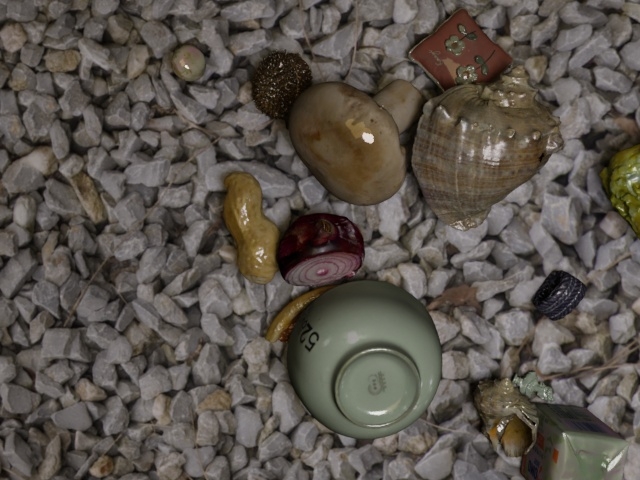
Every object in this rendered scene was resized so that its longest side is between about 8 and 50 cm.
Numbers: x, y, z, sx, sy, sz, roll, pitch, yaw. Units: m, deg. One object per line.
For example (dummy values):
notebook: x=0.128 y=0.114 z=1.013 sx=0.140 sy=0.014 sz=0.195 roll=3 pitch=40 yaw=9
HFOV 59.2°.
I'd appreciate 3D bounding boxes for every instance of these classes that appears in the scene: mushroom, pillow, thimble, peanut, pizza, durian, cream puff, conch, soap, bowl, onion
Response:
mushroom: x=-0.305 y=-0.408 z=1.300 sx=0.083 sy=0.067 sz=0.084 roll=3 pitch=85 yaw=-31
pillow: x=0.312 y=-0.406 z=1.251 sx=0.171 sy=0.075 sz=0.179 roll=-41 pitch=87 yaw=5
mushroom: x=0.094 y=-0.237 z=1.189 sx=0.290 sy=0.292 sz=0.292 roll=-44 pitch=88 yaw=-13
thimble: x=0.527 y=0.121 z=1.240 sx=0.066 sy=0.095 sz=0.104 roll=36 pitch=79 yaw=0
peanut: x=-0.158 y=-0.029 z=1.284 sx=0.117 sy=0.101 sz=0.263 roll=-20 pitch=87 yaw=-21
pizza: x=-0.002 y=0.178 z=1.298 sx=0.270 sy=0.056 sz=0.135 roll=-15 pitch=90 yaw=4
durian: x=-0.090 y=-0.345 z=1.273 sx=0.148 sy=0.091 sz=0.189 roll=-9 pitch=93 yaw=4
cream puff: x=0.711 y=-0.075 z=1.178 sx=0.281 sy=0.185 sz=0.282 roll=5 pitch=65 yaw=-12
conch: x=0.405 y=0.393 z=1.235 sx=0.129 sy=0.155 sz=0.207 roll=-3 pitch=110 yaw=-15
soap: x=0.531 y=0.466 z=1.198 sx=0.138 sy=0.199 sz=0.182 roll=7 pitch=93 yaw=1
conch: x=0.348 y=-0.188 z=1.167 sx=0.296 sy=0.210 sz=0.353 roll=6 pitch=94 yaw=-18
bowl: x=0.105 y=0.275 z=1.195 sx=0.353 sy=0.185 sz=0.354 roll=-1 pitch=100 yaw=-5
onion: x=0.000 y=0.000 z=1.215 sx=0.195 sy=0.218 sz=0.140 roll=-5 pitch=60 yaw=-1

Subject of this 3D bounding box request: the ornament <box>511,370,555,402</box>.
ornament: x=0.479 y=0.332 z=1.277 sx=0.092 sy=0.041 sz=0.069 roll=-3 pitch=87 yaw=14
